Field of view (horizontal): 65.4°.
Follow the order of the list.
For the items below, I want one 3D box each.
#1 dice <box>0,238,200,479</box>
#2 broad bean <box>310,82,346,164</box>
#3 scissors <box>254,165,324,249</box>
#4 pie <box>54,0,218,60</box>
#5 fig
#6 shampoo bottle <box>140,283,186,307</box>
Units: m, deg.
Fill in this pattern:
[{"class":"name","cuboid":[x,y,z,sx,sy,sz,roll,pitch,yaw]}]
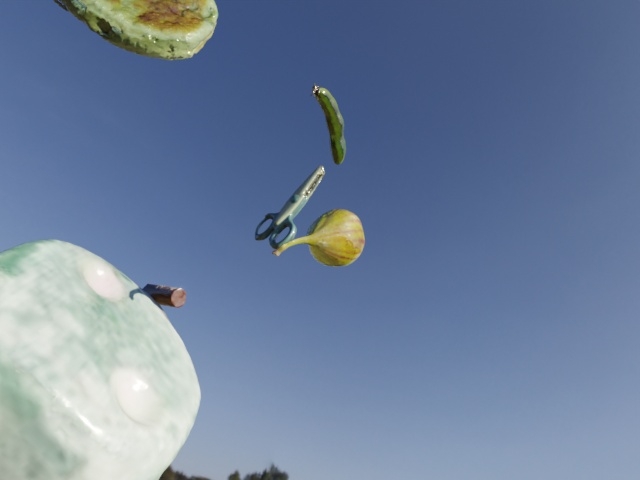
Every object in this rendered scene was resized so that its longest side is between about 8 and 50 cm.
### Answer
[{"class":"dice","cuboid":[-0.387,0.217,0.661,0.328,0.348,0.330,-38,-82,5]},{"class":"broad bean","cuboid":[0.023,-0.273,1.159,0.039,0.069,0.227,18,-29,34]},{"class":"scissors","cuboid":[-0.074,-0.101,1.427,0.138,0.289,0.041,23,-19,40]},{"class":"pie","cuboid":[-0.327,-0.442,0.898,0.302,0.302,0.067,26,-41,-13]},{"class":"fig","cuboid":[0.009,0.011,0.730,0.093,0.166,0.093,9,-66,22]},{"class":"shampoo bottle","cuboid":[-0.540,0.179,1.640,0.236,0.067,0.068,1,-30,38]}]
